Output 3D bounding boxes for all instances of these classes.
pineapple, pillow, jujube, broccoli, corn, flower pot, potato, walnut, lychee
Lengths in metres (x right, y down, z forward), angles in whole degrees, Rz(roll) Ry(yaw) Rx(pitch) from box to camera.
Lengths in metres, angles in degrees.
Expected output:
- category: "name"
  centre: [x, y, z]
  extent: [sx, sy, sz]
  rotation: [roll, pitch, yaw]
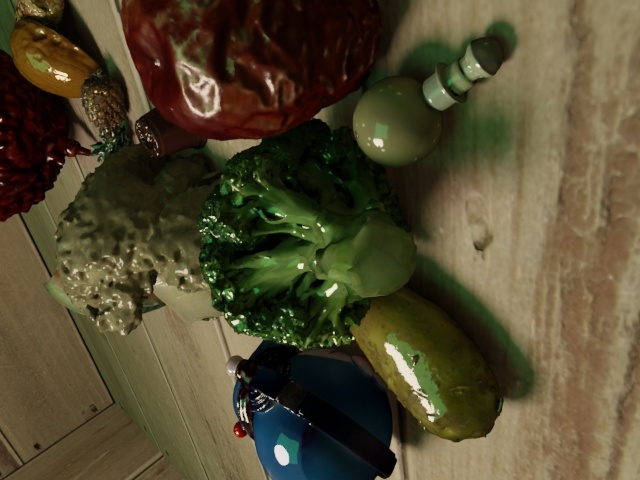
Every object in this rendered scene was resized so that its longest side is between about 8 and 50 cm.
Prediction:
- category: "pineapple"
  centre: [-0.438, -0.250, 1.164]
  extent: [0.103, 0.083, 0.221]
  rotation: [26, 139, 16]
- category: "pillow"
  centre: [-0.264, 0.091, 1.152]
  extent: [0.181, 0.134, 0.078]
  rotation: [58, -166, -36]
- category: "jujube"
  centre: [-0.062, -0.206, 0.556]
  extent: [0.213, 0.232, 0.213]
  rotation: [37, 144, 33]
- category: "broccoli"
  centre: [0.000, 0.000, 0.632]
  extent: [0.270, 0.270, 0.270]
  rotation: [20, 134, 59]
- category: "corn"
  centre: [-0.596, -0.458, 1.197]
  extent: [0.253, 0.086, 0.086]
  rotation: [-10, 109, 58]
- category: "flower pot"
  centre: [-0.262, -0.191, 0.973]
  extent: [0.111, 0.089, 0.111]
  rotation: [34, 142, 32]
- category: "potato"
  centre: [0.127, 0.143, 0.728]
  extent: [0.251, 0.113, 0.149]
  rotation: [51, 156, 25]
- category: "walnut"
  centre: [-0.545, -0.349, 1.148]
  extent: [0.211, 0.087, 0.167]
  rotation: [25, 155, 6]
- category: "lychee"
  centre: [-0.803, -0.251, 1.369]
  extent: [0.499, 0.425, 0.425]
  rotation: [2, 132, 1]

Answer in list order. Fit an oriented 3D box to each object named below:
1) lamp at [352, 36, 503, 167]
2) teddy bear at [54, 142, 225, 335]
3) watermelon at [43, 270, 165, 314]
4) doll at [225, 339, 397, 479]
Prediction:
- category: "lamp"
  centre: [0.104, -0.137, 0.547]
  extent: [0.163, 0.091, 0.091]
  rotation: [-34, 89, 42]
- category: "teddy bear"
  centre: [-0.276, 0.003, 0.995]
  extent: [0.367, 0.357, 0.224]
  rotation: [17, 170, 19]
- category: "watermelon"
  centre: [-0.538, 0.086, 1.451]
  extent: [0.283, 0.250, 0.293]
  rotation: [9, 128, 44]
- category: "doll"
  centre: [-0.015, 0.287, 0.941]
  extent: [0.284, 0.240, 0.310]
  rotation: [46, 156, -29]
